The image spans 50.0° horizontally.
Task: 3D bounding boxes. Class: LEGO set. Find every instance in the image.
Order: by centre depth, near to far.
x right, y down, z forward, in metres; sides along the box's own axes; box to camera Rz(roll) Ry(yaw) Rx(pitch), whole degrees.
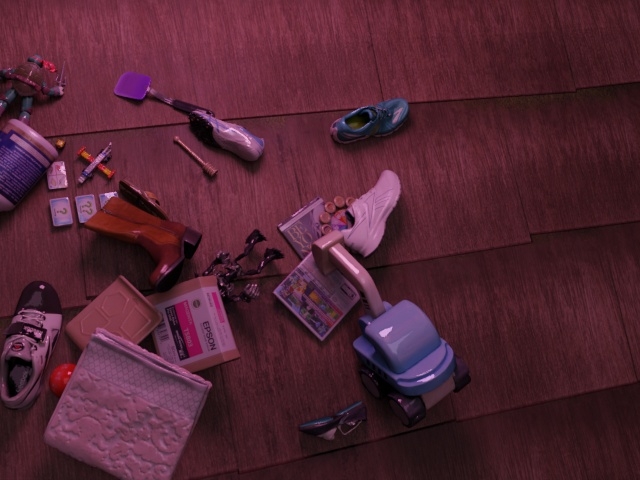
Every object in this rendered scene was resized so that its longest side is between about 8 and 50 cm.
[{"bbox_3d":[-0.655,-0.170,1.882,0.182,0.060,0.245,-9,79,-20],"label":"LEGO set"}]

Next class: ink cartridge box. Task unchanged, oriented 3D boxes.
[{"bbox_3d":[-0.342,0.231,1.804,0.193,0.088,0.235,-22,81,19],"label":"ink cartridge box"}]

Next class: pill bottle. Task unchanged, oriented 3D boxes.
[{"bbox_3d":[-0.826,-0.172,1.783,0.153,0.153,0.265,36,74,-4],"label":"pill bottle"}]

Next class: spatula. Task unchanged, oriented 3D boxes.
[{"bbox_3d":[-0.449,-0.415,2.005,0.296,0.030,0.084,20,72,-9],"label":"spatula"}]

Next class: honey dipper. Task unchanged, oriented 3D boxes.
[{"bbox_3d":[-0.364,-0.248,1.991,0.160,0.030,0.030,43,71,2],"label":"honey dipper"}]

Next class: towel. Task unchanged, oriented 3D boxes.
[{"bbox_3d":[-0.467,0.419,1.659,0.331,0.053,0.317,24,94,4],"label":"towel"}]

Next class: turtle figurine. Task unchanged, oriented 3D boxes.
[{"bbox_3d":[-0.807,-0.425,1.876,0.175,0.118,0.234,24,78,-8],"label":"turtle figurine"}]

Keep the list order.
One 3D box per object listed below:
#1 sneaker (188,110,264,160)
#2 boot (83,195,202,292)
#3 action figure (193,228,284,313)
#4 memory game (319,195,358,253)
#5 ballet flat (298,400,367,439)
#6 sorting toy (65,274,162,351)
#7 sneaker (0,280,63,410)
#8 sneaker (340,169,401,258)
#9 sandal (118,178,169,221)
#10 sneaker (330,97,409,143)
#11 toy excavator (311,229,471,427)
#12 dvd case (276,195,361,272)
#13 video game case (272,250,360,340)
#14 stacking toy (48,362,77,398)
[{"bbox_3d":[-0.274,-0.313,2.007,0.237,0.085,0.086,28,47,-4],"label":"sneaker"},{"bbox_3d":[-0.478,0.000,1.781,0.280,0.096,0.264,24,41,-2],"label":"boot"},{"bbox_3d":[-0.236,0.092,1.885,0.275,0.141,0.164,-45,102,-21],"label":"action figure"},{"bbox_3d":[0.082,-0.048,2.050,0.186,0.012,0.186,7,70,-20],"label":"memory game"},{"bbox_3d":[0.041,0.510,1.895,0.203,0.074,0.074,-17,82,-20],"label":"ballet flat"},{"bbox_3d":[-0.538,0.220,1.791,0.193,0.038,0.208,37,77,26],"label":"sorting toy"},{"bbox_3d":[-0.728,0.256,1.717,0.122,0.146,0.331,6,74,-11],"label":"sneaker"},{"bbox_3d":[0.149,-0.096,2.032,0.129,0.111,0.297,27,62,-6],"label":"sneaker"},{"bbox_3d":[-0.485,-0.110,1.912,0.180,0.072,0.049,43,44,1],"label":"sandal"},{"bbox_3d":[0.163,-0.373,2.112,0.275,0.110,0.107,-24,84,-19],"label":"sneaker"},{"bbox_3d":[0.172,0.214,1.878,0.222,0.433,0.446,-30,121,-19],"label":"toy excavator"},{"bbox_3d":[0.000,0.000,2.030,0.164,0.018,0.221,-37,88,-19],"label":"dvd case"},{"bbox_3d":[-0.008,0.155,1.975,0.201,0.023,0.183,46,73,-8],"label":"video game case"},{"bbox_3d":[-0.530,0.401,1.746,0.330,0.141,0.141,25,72,-3],"label":"stacking toy"}]
